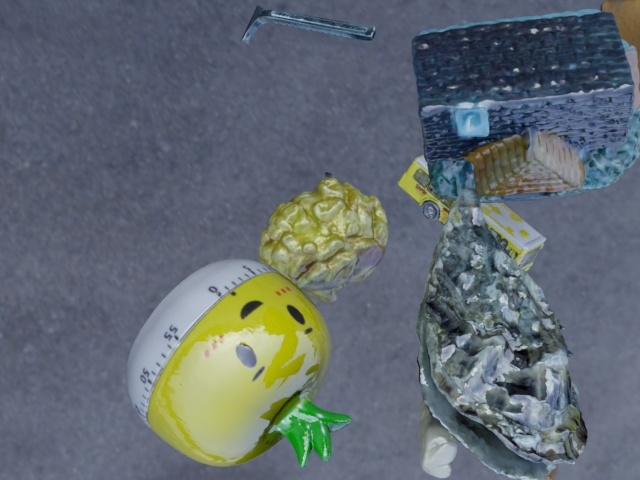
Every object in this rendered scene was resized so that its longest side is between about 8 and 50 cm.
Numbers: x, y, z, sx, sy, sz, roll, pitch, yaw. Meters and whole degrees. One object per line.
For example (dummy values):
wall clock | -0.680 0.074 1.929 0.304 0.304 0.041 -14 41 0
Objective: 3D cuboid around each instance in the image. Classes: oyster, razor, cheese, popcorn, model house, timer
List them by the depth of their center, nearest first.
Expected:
model house | 0.243 -0.136 1.390 0.261 0.241 0.226 -7 101 6
oyster | 0.192 0.102 1.391 0.158 0.351 0.162 -29 146 32
cheese | 0.139 0.227 1.462 0.043 0.194 0.065 9 97 2
timer | -0.079 0.183 1.567 0.285 0.285 0.285 -18 135 -19
razor | -0.016 -0.289 1.666 0.033 0.190 0.066 65 42 -55
popcorn | 0.003 0.000 2.008 0.218 0.169 0.189 -22 163 -5

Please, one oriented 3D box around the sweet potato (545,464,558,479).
sweet potato | 0.318 0.328 1.833 0.055 0.202 0.058 -19 100 -4

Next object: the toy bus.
toy bus | 0.222 -0.038 1.827 0.081 0.226 0.074 -19 145 -52

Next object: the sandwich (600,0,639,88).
sandwich | 0.557 -0.286 1.988 0.108 0.186 0.220 -11 98 -52
